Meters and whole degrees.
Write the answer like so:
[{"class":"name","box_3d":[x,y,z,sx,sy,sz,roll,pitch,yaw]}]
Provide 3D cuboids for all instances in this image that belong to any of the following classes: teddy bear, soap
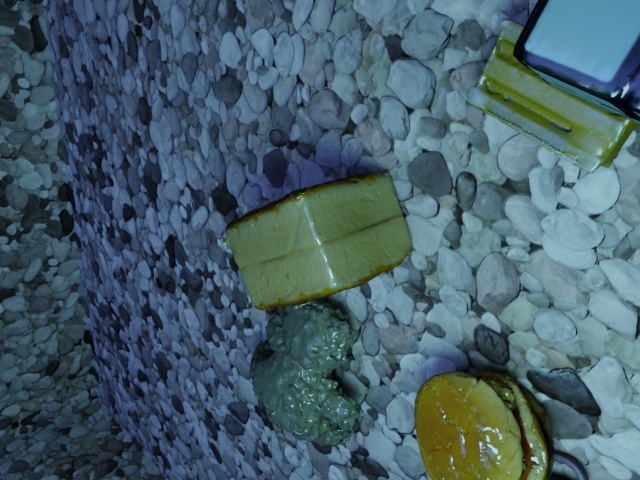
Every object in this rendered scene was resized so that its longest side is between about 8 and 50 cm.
[{"class":"teddy bear","box_3d":[-0.017,0.302,1.267,0.357,0.224,0.368,45,117,25]},{"class":"soap","box_3d":[0.345,-0.214,0.750,0.233,0.076,0.135,41,129,27]}]

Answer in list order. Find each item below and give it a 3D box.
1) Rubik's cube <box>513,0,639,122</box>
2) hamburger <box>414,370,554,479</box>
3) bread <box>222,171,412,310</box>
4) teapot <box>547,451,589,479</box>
[{"class":"Rubik's cube","box_3d":[0.393,-0.234,0.477,0.293,0.288,0.283,30,113,21]},{"class":"hamburger","box_3d":[0.286,0.360,0.944,0.244,0.163,0.245,-11,76,51]},{"class":"bread","box_3d":[0.000,0.000,1.044,0.279,0.279,0.207,-19,90,44]},{"class":"teapot","box_3d":[0.415,0.469,0.932,0.146,0.116,0.148,17,123,54]}]
